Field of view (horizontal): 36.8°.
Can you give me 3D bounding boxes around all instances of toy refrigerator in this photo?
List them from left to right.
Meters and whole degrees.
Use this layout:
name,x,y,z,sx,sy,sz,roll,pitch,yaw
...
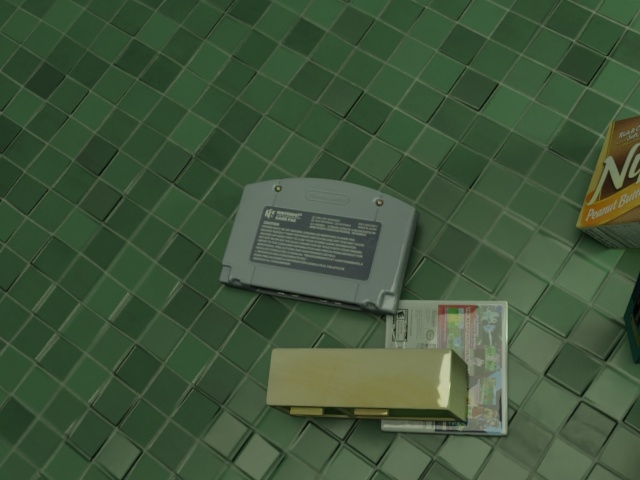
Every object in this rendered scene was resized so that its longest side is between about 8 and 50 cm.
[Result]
name,x,y,z,sx,sy,sz,roll,pitch,yaw
toy refrigerator,0.067,0.211,1.383,0.269,0.102,0.094,-2,70,21

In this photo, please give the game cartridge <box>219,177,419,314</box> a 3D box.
name,x,y,z,sx,sy,sz,roll,pitch,yaw
game cartridge,0.000,0.000,1.515,0.294,0.060,0.196,9,76,20

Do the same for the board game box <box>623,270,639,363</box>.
name,x,y,z,sx,sy,sz,roll,pitch,yaw
board game box,0.538,0.065,1.230,0.253,0.336,0.079,-11,68,8

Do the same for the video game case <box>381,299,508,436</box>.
name,x,y,z,sx,sy,sz,roll,pitch,yaw
video game case,0.186,0.187,1.433,0.183,0.023,0.201,0,69,12

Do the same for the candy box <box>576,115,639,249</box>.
name,x,y,z,sx,sy,sz,roll,pitch,yaw
candy box,0.512,-0.092,1.322,0.087,0.316,0.183,29,74,-23
